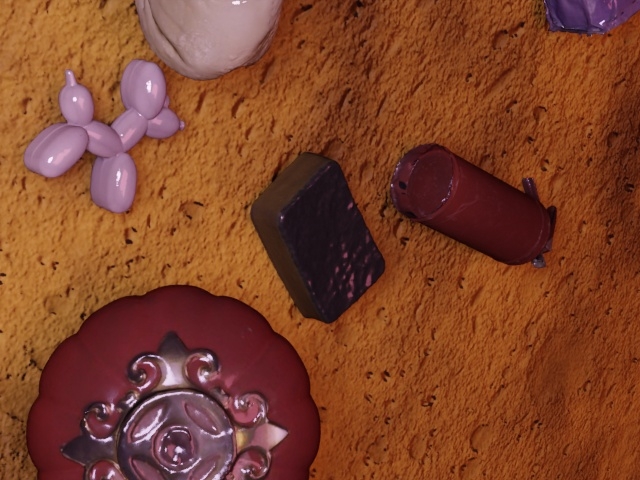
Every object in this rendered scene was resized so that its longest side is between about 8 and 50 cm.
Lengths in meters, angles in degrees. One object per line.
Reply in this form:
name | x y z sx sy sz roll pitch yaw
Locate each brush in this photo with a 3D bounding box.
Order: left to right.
brush | 0.000 0.000 1.562 0.123 0.059 0.197 -45 129 -24

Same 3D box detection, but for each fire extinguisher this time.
fire extinguisher | 0.237 -0.052 1.760 0.337 0.106 0.147 23 61 -46

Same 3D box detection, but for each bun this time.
bun | -0.105 -0.280 1.264 0.160 0.259 0.259 14 92 -10

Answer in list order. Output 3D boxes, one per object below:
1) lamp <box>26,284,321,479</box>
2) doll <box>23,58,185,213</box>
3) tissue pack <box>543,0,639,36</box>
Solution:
lamp | -0.151 0.197 1.325 0.303 0.257 0.303 0 88 -6
doll | -0.215 -0.116 1.320 0.161 0.059 0.160 29 82 -44
tissue pack | 0.385 -0.488 1.752 0.242 0.125 0.343 -38 123 -29
